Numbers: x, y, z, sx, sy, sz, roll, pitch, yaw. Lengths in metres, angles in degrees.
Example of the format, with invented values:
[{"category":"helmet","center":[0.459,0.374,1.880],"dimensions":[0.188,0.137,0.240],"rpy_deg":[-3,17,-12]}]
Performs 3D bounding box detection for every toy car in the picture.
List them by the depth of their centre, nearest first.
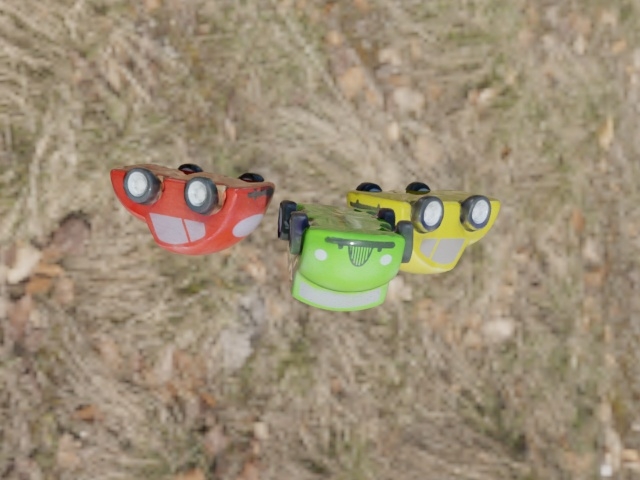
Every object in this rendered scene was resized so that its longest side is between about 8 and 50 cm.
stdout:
[{"category":"toy car","center":[0.000,0.000,0.728],"dimensions":[0.225,0.239,0.053],"rpy_deg":[-125,-140,-78]}]
